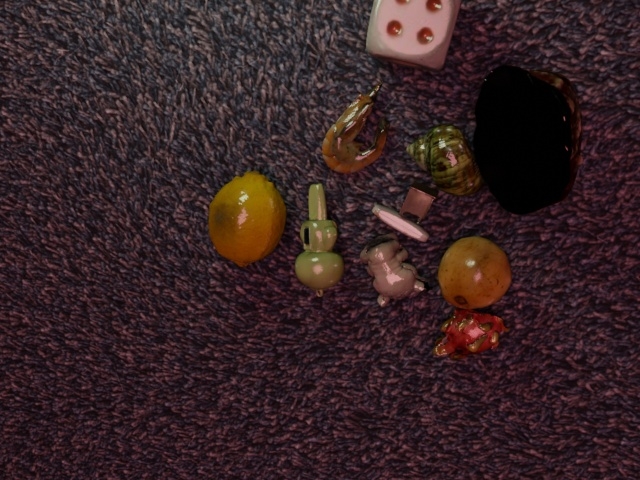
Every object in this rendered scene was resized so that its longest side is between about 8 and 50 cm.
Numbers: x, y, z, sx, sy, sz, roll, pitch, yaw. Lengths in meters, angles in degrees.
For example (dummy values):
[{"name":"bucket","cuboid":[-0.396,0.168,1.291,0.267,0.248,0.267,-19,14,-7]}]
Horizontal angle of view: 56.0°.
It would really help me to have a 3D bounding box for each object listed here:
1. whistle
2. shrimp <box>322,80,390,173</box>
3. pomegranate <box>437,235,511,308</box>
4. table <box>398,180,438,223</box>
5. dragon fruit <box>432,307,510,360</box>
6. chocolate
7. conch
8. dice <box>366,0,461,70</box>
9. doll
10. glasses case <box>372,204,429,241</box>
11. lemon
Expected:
[{"name":"whistle","cuboid":[0.008,0.003,1.606,0.141,0.141,0.293,8,86,8]},{"name":"shrimp","cuboid":[0.110,-0.277,1.547,0.145,0.059,0.254,42,106,-3]},{"name":"pomegranate","cuboid":[0.391,0.077,1.515,0.196,0.196,0.196,2,102,10]},{"name":"table","cuboid":[0.252,-0.097,1.548,0.070,0.083,0.082,25,112,8]},{"name":"dragon fruit","cuboid":[0.382,0.244,1.573,0.208,0.150,0.133,-35,126,20]},{"name":"chocolate","cuboid":[0.501,-0.246,1.404,0.225,0.210,0.339,2,109,40]},{"name":"conch","cuboid":[0.308,-0.192,1.487,0.181,0.124,0.187,40,148,38]},{"name":"dice","cuboid":[0.219,-0.509,1.410,0.193,0.194,0.191,14,105,9]},{"name":"doll","cuboid":[0.188,0.078,1.589,0.149,0.095,0.192,-29,93,12]},{"name":"glasses case","cuboid":[0.209,-0.046,1.574,0.164,0.063,0.041,29,103,3]},{"name":"lemon","cuboid":[-0.192,-0.056,1.574,0.204,0.204,0.260,15,104,7]}]
